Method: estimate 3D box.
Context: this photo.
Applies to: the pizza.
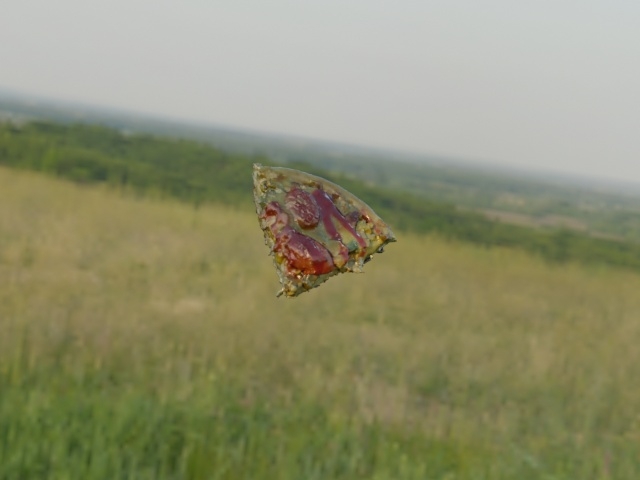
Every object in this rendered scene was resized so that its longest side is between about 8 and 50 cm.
[{"bbox_3d":[0.008,-0.009,1.078,0.099,0.100,0.029,1,-27,-25],"label":"pizza"}]
